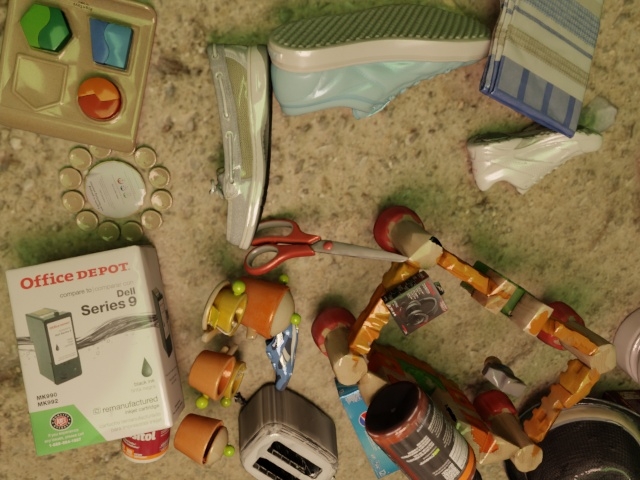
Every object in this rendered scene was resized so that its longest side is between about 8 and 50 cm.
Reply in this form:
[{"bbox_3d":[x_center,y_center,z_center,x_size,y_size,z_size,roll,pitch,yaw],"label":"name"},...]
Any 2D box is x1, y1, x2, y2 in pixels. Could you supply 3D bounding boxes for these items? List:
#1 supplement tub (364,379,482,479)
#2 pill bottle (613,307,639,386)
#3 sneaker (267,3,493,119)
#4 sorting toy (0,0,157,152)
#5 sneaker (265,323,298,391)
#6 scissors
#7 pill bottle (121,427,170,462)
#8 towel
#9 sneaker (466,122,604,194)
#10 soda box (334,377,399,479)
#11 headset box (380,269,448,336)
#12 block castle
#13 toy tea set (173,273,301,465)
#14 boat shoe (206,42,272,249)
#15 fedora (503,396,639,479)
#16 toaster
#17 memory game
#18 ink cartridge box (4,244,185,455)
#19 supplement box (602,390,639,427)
[{"bbox_3d":[0.160,0.310,0.777,0.106,0.106,0.198,-38,107,5],"label":"supplement tub"},{"bbox_3d":[0.711,0.257,0.919,0.204,0.361,0.204,-2,107,-6],"label":"pill bottle"},{"bbox_3d":[0.095,-0.275,0.829,0.365,0.135,0.150,-8,140,-11],"label":"sneaker"},{"bbox_3d":[-0.420,-0.275,0.782,0.307,0.041,0.229,11,101,-10],"label":"sorting toy"},{"bbox_3d":[-0.076,0.209,0.971,0.059,0.053,0.144,6,98,-8],"label":"sneaker"},{"bbox_3d":[0.000,0.000,0.837,0.296,0.109,0.021,-7,141,25],"label":"scissors"},{"bbox_3d":[-0.317,0.319,0.954,0.086,0.086,0.152,7,105,-9],"label":"pill bottle"},{"bbox_3d":[0.353,-0.327,0.813,0.209,0.034,0.285,15,85,-26],"label":"towel"},{"bbox_3d":[0.372,-0.141,0.913,0.232,0.090,0.115,-8,114,4],"label":"sneaker"},{"bbox_3d":[0.099,0.358,1.024,0.067,0.071,0.210,-23,108,-1],"label":"soda box"},{"bbox_3d":[0.139,0.089,0.753,0.083,0.032,0.062,-31,107,2],"label":"headset box"},{"bbox_3d":[0.238,0.172,0.917,0.453,0.213,0.303,29,99,-15],"label":"block castle"},{"bbox_3d":[-0.129,0.212,0.864,0.124,0.200,0.336,19,105,9],"label":"toy tea set"},{"bbox_3d":[-0.133,-0.146,0.829,0.102,0.118,0.321,3,102,-2],"label":"boat shoe"},{"bbox_3d":[0.513,0.472,1.013,0.333,0.152,0.334,8,114,19],"label":"fedora"},{"bbox_3d":[-0.065,0.373,0.969,0.227,0.146,0.129,40,97,-16],"label":"toaster"},{"bbox_3d":[-0.341,-0.084,0.870,0.186,0.012,0.186,-2,107,-7],"label":"memory game"},{"bbox_3d":[-0.357,0.165,0.841,0.211,0.121,0.290,-11,89,-5],"label":"ink cartridge box"},{"bbox_3d":[0.701,0.376,1.087,0.188,0.104,0.081,1,108,-7],"label":"supplement box"}]
